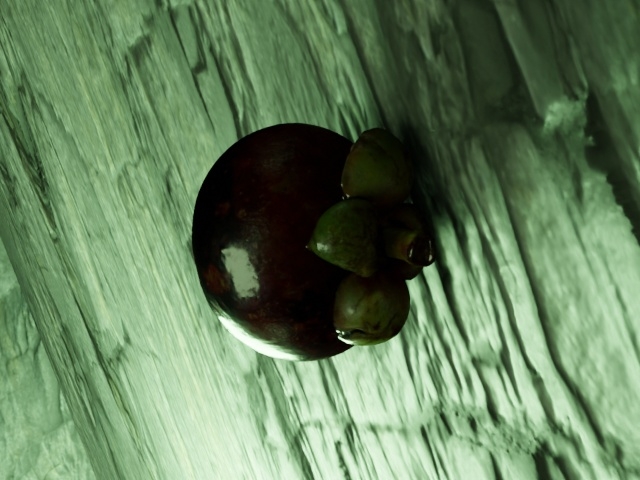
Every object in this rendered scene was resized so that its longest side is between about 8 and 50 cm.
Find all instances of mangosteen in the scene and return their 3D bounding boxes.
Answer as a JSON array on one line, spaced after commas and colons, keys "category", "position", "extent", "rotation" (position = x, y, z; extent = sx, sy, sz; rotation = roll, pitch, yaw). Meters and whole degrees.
[{"category": "mangosteen", "position": [0.000, 0.000, 0.866], "extent": [0.200, 0.199, 0.200], "rotation": [45, 147, 41]}]
